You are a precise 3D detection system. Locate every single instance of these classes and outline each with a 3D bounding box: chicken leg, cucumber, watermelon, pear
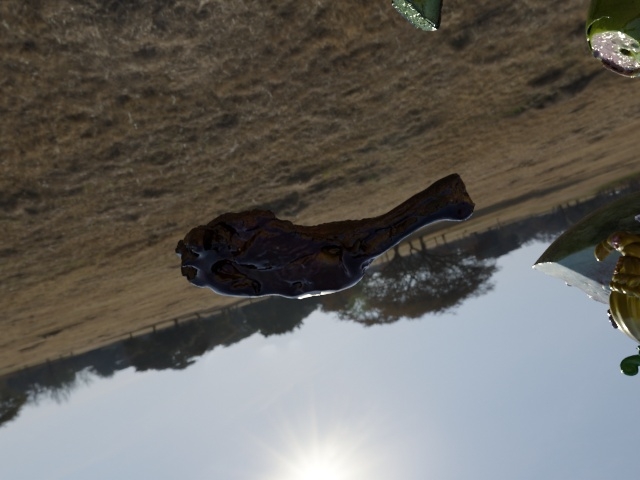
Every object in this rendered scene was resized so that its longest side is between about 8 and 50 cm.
[{"bbox_3d":[0.000,0.000,0.644,0.406,0.096,0.158,-11,135,12],"label":"chicken leg"},{"bbox_3d":[0.195,-0.543,0.985,0.115,0.193,0.086,0,-166,-19],"label":"cucumber"},{"bbox_3d":[0.489,0.031,0.626,0.319,0.214,0.289,-10,-178,-12],"label":"watermelon"},{"bbox_3d":[0.524,-0.371,0.717,0.220,0.187,0.187,-45,168,11],"label":"pear"}]

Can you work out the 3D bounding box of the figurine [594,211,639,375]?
[{"bbox_3d":[0.306,0.053,0.444,0.094,0.157,0.115,10,171,-19],"label":"figurine"}]
